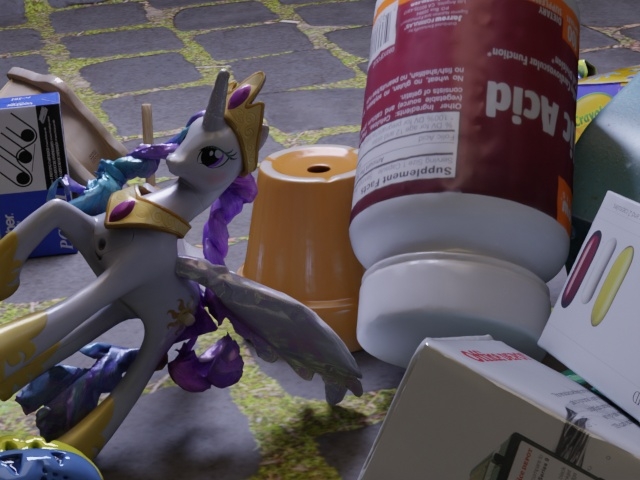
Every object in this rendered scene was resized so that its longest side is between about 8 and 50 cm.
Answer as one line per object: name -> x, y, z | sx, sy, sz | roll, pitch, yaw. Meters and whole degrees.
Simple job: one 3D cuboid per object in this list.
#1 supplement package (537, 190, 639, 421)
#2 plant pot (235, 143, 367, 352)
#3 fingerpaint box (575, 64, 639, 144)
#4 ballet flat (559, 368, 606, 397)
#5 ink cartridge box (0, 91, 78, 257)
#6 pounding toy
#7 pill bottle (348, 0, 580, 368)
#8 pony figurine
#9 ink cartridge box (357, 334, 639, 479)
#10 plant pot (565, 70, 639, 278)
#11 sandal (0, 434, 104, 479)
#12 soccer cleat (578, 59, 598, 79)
supplement package -> 0.321, 0.084, 1.076 | 0.204, 0.145, 0.262 | 22, 6, -16
plant pot -> 0.000, 0.000, 1.596 | 0.205, 0.187, 0.205 | -3, 22, 1
fingerpaint box -> 0.590, -0.165, 1.838 | 0.371, 0.163, 0.445 | -15, 10, -28
ballet flat -> 0.209, 0.168, 1.325 | 0.247, 0.083, 0.087 | -16, 1, -28
ink cartridge box -> -0.368, -0.080, 1.818 | 0.097, 0.207, 0.046 | -7, 25, -8
pounding toy -> -0.326, -0.139, 1.948 | 0.154, 0.269, 0.155 | 0, 49, 49
pill bottle -> 0.149, -0.074, 1.470 | 0.224, 0.224, 0.392 | 6, 68, 2
pony figurine -> -0.147, 0.046, 1.353 | 0.363, 0.351, 0.303 | -43, 53, -17
ink cartridge box -> 0.198, 0.184, 1.011 | 0.289, 0.121, 0.211 | 27, 6, 22
plant pot -> 0.396, -0.020, 1.544 | 0.252, 0.247, 0.248 | -35, 35, -23
sandal -> -0.314, 0.258, 1.120 | 0.317, 0.126, 0.138 | -21, 30, -18
soccer cleat -> 0.360, -0.233, 2.128 | 0.289, 0.121, 0.093 | 28, 45, 28
